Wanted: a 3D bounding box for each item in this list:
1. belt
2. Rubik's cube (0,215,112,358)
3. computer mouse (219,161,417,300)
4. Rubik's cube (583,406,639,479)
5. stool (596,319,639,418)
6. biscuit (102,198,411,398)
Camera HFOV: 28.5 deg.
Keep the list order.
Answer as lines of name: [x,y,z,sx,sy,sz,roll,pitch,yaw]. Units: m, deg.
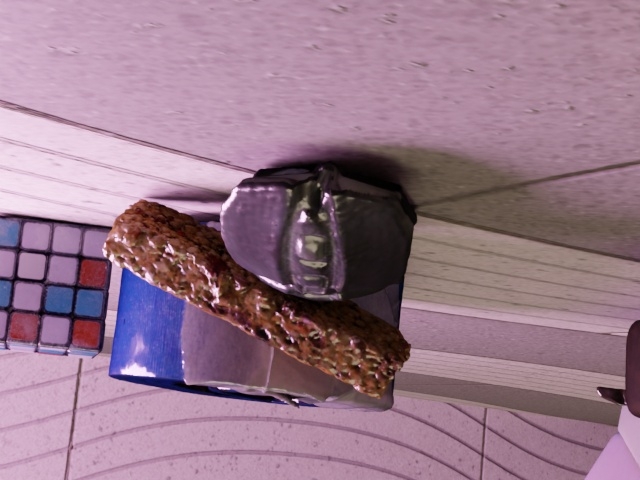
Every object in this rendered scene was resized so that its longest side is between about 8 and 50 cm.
belt: [-0.043,0.070,0.976,0.212,0.117,0.347,6,171,7]
Rubik's cube: [-0.206,0.037,0.943,0.092,0.092,0.092,7,170,-12]
computer mouse: [0.000,0.000,0.710,0.105,0.062,0.192,7,172,4]
Rubik's cube: [0.405,0.218,0.993,0.387,0.358,0.368,10,-149,-22]
stool: [0.283,0.071,0.787,0.217,0.121,0.125,3,168,26]
biscuit: [-0.037,0.033,0.773,0.199,0.034,0.064,26,-160,4]
